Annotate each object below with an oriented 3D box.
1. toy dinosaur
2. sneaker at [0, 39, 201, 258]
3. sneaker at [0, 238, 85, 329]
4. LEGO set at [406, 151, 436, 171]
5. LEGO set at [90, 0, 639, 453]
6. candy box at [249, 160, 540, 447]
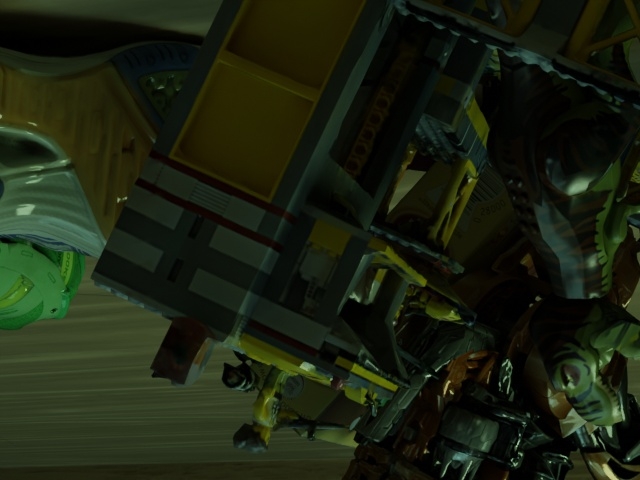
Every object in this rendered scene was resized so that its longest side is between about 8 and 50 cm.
[{"bbox_3d":[0.107,0.085,0.859,0.322,0.164,0.218,-36,138,-3],"label":"toy dinosaur"},{"bbox_3d":[-0.125,-0.045,0.805,0.296,0.112,0.131,11,-178,-34],"label":"sneaker"},{"bbox_3d":[-0.195,-0.006,0.979,0.123,0.109,0.295,-9,174,-6],"label":"sneaker"},{"bbox_3d":[0.000,0.000,0.989,0.093,0.087,0.227,7,168,-24],"label":"LEGO set"},{"bbox_3d":[0.070,0.011,0.620,0.255,0.192,0.331,25,177,8],"label":"LEGO set"},{"bbox_3d":[0.058,0.024,0.915,0.053,0.187,0.109,45,-171,26],"label":"candy box"}]
